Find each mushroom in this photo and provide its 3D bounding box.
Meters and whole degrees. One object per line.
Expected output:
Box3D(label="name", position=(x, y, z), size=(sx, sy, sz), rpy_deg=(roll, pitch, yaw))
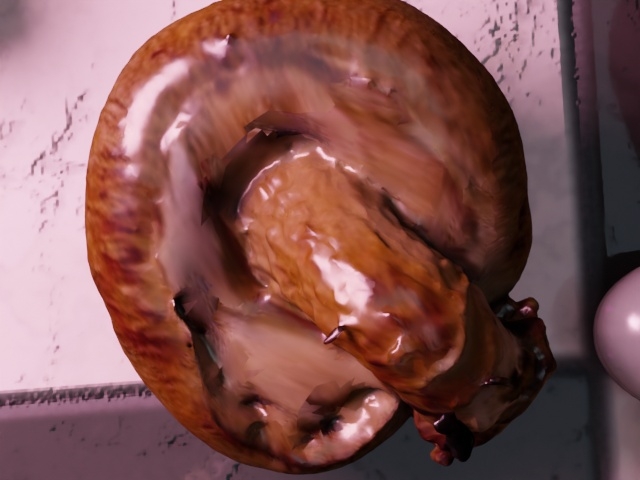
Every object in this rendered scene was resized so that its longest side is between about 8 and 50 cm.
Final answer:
Box3D(label="mushroom", position=(0.006, 0.006, 0.923), size=(0.263, 0.195, 0.283), rpy_deg=(-40, 77, 5))

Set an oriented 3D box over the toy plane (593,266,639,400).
Box3D(label="toy plane", position=(0.290, 0.062, 0.985), size=(0.252, 0.118, 0.252), rpy_deg=(1, 85, -6))
